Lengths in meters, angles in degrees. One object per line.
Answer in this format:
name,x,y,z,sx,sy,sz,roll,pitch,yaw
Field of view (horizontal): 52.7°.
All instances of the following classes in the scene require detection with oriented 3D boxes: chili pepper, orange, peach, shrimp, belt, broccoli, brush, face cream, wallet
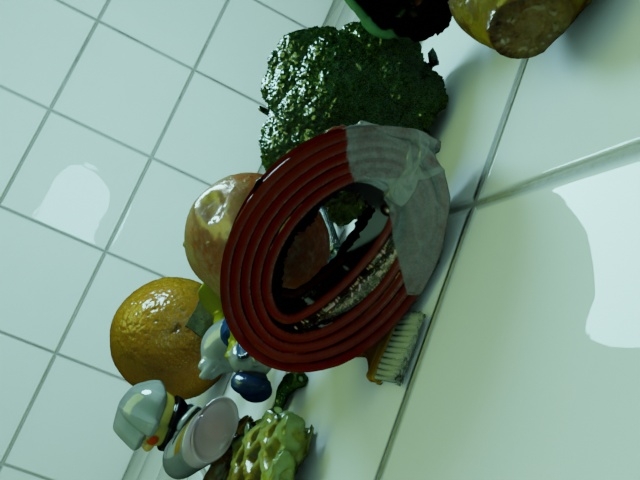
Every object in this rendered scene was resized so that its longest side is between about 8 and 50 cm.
chili pepper,-0.059,0.246,1.043,0.118,0.035,0.055,-55,-1,23
orange,-0.388,0.261,1.699,0.357,0.322,0.322,127,164,-61
peach,-0.095,0.005,0.925,0.233,0.232,0.232,-59,14,24
shrimp,-0.174,0.415,1.140,0.294,0.062,0.154,-61,7,22
belt,0.016,-0.005,0.759,0.324,0.227,0.115,-54,10,5
broccoli,0.041,-0.190,1.027,0.321,0.303,0.283,-64,-18,-7
brush,0.055,0.137,0.841,0.090,0.017,0.314,-65,12,-14
face cream,-0.204,0.338,1.081,0.269,0.073,0.107,-49,16,56
wallet,0.000,0.000,1.199,0.088,0.026,0.129,-55,38,38

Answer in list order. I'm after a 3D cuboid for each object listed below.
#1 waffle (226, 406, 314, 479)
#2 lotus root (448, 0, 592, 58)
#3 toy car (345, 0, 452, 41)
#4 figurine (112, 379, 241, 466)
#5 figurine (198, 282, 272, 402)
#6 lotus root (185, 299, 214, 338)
waffle,-0.098,0.375,0.878,0.317,0.073,0.297,132,159,-59
lotus root,0.228,-0.314,0.679,0.193,0.193,0.291,-47,19,53
toy car,0.172,-0.443,0.878,0.358,0.213,0.176,-38,20,10
figurine,-0.290,0.366,1.289,0.133,0.236,0.176,-68,14,-12
figurine,-0.094,0.158,1.102,0.283,0.204,0.338,-46,19,12
lotus root,-0.141,0.087,1.450,0.260,0.149,0.267,-56,-3,18
